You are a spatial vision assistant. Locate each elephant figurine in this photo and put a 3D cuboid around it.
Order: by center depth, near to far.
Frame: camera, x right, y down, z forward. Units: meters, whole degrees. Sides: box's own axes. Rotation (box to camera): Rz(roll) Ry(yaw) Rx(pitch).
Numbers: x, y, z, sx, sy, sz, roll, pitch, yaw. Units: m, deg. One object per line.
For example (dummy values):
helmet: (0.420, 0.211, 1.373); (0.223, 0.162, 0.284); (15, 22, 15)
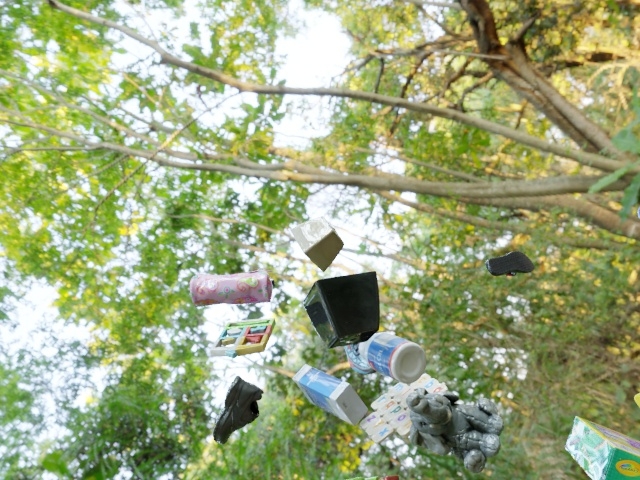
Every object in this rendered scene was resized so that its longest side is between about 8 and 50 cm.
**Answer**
elephant figurine: (0.264, 0.391, 1.220); (0.169, 0.240, 0.186); (-78, 11, -62)

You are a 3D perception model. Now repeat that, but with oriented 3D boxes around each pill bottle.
pill bottle: (0.212, 0.352, 1.695); (0.124, 0.221, 0.124); (-1, -87, -26)

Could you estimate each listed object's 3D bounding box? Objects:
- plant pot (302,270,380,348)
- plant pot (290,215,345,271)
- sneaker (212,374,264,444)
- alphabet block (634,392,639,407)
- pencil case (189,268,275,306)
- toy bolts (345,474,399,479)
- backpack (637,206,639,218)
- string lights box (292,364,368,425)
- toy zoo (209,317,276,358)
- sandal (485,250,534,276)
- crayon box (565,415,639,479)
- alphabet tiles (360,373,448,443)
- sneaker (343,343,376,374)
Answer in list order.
plant pot: (0.074, 0.210, 1.602); (0.188, 0.166, 0.187); (-8, -24, -19)
plant pot: (0.000, 0.000, 1.489); (0.096, 0.109, 0.109); (-38, -45, 7)
sneaker: (-0.280, 0.596, 1.877); (0.109, 0.130, 0.286); (-72, 4, -63)
alphabet block: (0.987, 0.432, 1.420); (0.197, 0.192, 0.193); (-9, -34, -26)
pencil case: (-0.303, 0.165, 1.909); (0.124, 0.284, 0.124); (176, 90, -89)
toy bolts: (0.135, 0.798, 1.646); (0.229, 0.218, 0.158); (18, -126, -41)
backpack: (0.589, -0.029, 0.845); (0.173, 0.158, 0.116); (-29, -62, -17)
string lights box: (0.027, 0.520, 1.869); (0.077, 0.260, 0.133); (-44, -64, -24)
toy zoo: (-0.279, 0.356, 1.998); (0.293, 0.193, 0.030); (-73, -25, -75)
sandal: (0.502, 0.068, 1.483); (0.179, 0.067, 0.040); (-5, -32, -31)
crayon box: (0.602, 0.438, 1.078); (0.278, 0.165, 0.081); (29, -98, -77)
alphabet tiles: (0.261, 0.529, 1.742); (0.278, 0.284, 0.021); (-35, -81, -11)
sneaker: (0.118, 0.351, 1.917); (0.104, 0.262, 0.125); (-26, -48, -12)
